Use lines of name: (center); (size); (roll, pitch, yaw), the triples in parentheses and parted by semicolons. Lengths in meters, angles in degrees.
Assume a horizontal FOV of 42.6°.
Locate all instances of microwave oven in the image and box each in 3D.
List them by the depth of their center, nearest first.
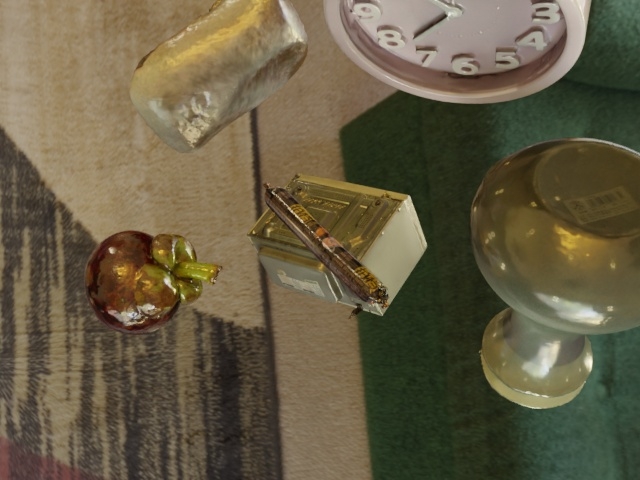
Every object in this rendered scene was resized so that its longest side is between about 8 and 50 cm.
microwave oven: (0.024, 0.004, 1.392); (0.194, 0.240, 0.145); (-51, 137, -29)

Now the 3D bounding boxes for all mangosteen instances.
mangosteen: (-0.240, 0.046, 1.139); (0.146, 0.181, 0.156); (37, 39, -38)

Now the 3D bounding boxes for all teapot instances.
teapot: (0.213, 0.041, 0.721); (0.183, 0.251, 0.183); (0, 49, 0)

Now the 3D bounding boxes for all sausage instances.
sausage: (0.000, 0.000, 0.743); (0.028, 0.198, 0.025); (-24, 136, -23)

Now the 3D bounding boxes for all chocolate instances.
chocolate: (-0.149, -0.266, 1.308); (0.303, 0.100, 0.185); (-37, 141, -1)

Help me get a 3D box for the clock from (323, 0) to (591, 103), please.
clock: (0.104, -0.185, 0.624); (0.197, 0.197, 0.068); (22, 67, -18)
